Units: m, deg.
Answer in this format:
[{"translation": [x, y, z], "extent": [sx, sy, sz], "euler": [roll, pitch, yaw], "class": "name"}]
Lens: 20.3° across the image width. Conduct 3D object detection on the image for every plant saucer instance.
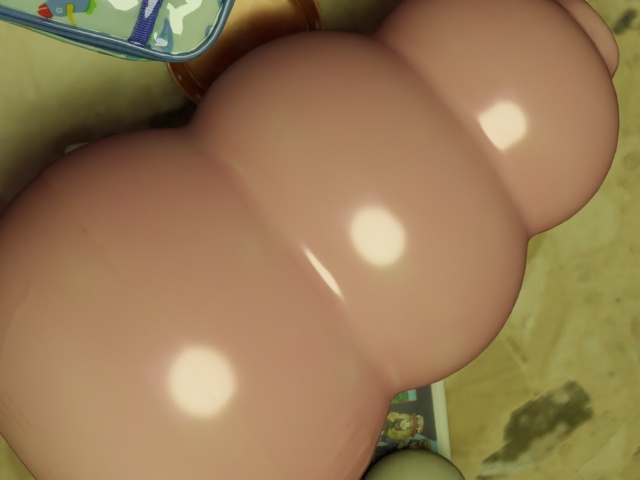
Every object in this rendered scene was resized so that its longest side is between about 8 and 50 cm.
[{"translation": [-0.039, -0.104, 0.912], "extent": [0.083, 0.013, 0.083], "euler": [-1, 103, -6], "class": "plant saucer"}]

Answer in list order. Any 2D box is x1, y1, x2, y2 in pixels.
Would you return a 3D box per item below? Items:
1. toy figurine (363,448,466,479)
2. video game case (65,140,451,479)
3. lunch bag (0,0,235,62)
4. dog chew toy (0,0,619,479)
[{"translation": [-0.003, 0.214, 0.890], "extent": [0.209, 0.213, 0.148], "euler": [-7, 120, -2], "class": "toy figurine"}, {"translation": [-0.030, 0.037, 0.943], "extent": [0.183, 0.023, 0.201], "euler": [-7, 103, -5], "class": "video game case"}, {"translation": [-0.097, -0.201, 0.840], "extent": [0.176, 0.090, 0.219], "euler": [19, 97, -12], "class": "lunch bag"}, {"translation": [0.000, 0.000, 0.831], "extent": [0.332, 0.206, 0.206], "euler": [-37, 105, -6], "class": "dog chew toy"}]
